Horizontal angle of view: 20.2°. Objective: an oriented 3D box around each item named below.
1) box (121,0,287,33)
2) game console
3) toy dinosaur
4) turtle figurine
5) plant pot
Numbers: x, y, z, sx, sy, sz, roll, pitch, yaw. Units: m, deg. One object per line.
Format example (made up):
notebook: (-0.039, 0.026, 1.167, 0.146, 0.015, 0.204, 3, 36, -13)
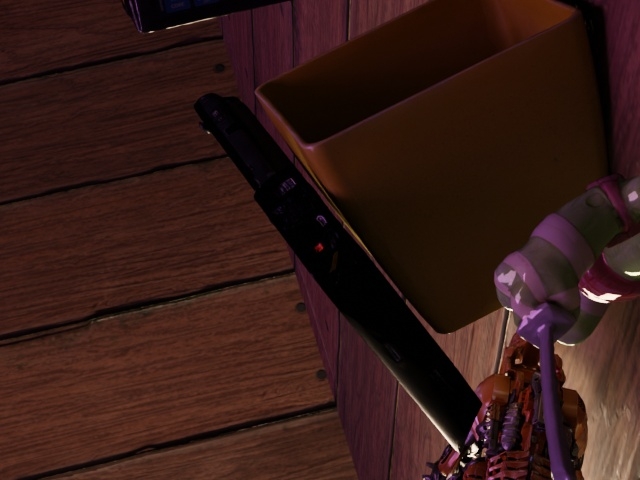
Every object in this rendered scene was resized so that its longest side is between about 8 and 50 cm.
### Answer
box: (0.007, -0.235, 1.222, 0.257, 0.322, 0.079, -121, 18, -66)
game console: (0.000, 0.000, 1.357, 0.213, 0.044, 0.361, 51, -179, -37)
toy dinosaur: (0.166, 0.179, 1.445, 0.322, 0.164, 0.218, -42, -31, -51)
turtle figurine: (0.185, 0.054, 0.912, 0.266, 0.197, 0.275, 104, 156, -80)
plant pot: (0.099, -0.057, 1.332, 0.187, 0.212, 0.212, 65, 176, -19)
